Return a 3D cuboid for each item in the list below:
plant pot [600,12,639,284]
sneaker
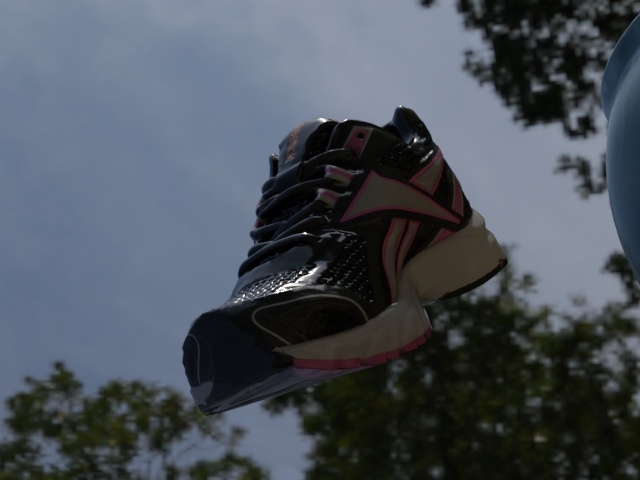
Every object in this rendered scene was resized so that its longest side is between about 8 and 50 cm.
[{"bbox_3d":[0.320,-0.078,1.085,0.293,0.293,0.196,17,-147,-44],"label":"plant pot"},{"bbox_3d":[0.000,0.000,0.509,0.077,0.072,0.178,67,-156,-4],"label":"sneaker"}]
